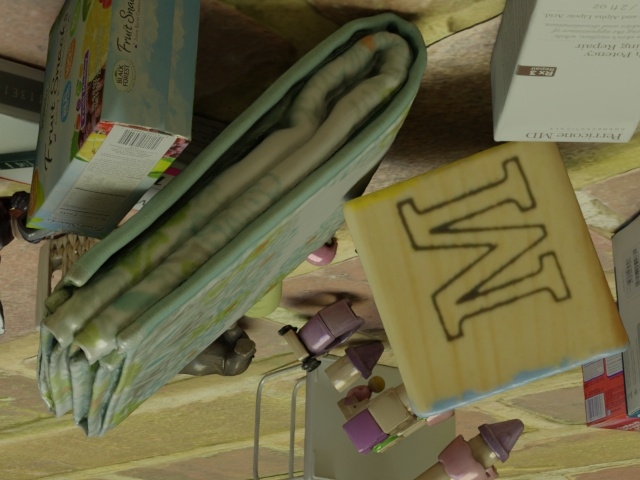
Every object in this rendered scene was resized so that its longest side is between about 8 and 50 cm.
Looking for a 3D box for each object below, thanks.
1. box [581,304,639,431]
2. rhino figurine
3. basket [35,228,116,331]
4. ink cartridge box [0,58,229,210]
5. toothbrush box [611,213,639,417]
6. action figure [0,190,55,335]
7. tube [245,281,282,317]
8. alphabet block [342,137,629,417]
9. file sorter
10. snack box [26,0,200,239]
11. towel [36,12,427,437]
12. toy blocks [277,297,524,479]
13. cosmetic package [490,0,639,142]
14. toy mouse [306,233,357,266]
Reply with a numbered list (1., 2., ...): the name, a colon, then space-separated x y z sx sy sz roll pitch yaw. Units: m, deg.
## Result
1. box: 0.475 0.141 1.615 0.142 0.154 0.300 8 156 -22
2. rhino figurine: -0.205 0.149 1.748 0.243 0.073 0.106 0 156 3
3. basket: -0.231 0.059 1.461 0.103 0.113 0.167 -22 150 40
4. ink cartridge box: -0.239 -0.071 1.200 0.275 0.060 0.239 14 154 -31
5. toothbrush box: 0.484 0.084 1.377 0.295 0.216 0.126 4 159 -12
6. action figure: -0.332 0.012 1.181 0.185 0.285 0.099 -18 123 2
7. tube: -0.076 0.022 1.438 0.070 0.062 0.240 -10 158 -7
8. alphabet block: 0.147 0.028 1.138 0.193 0.197 0.192 -20 178 6
9. file sorter: 0.054 0.306 1.992 0.277 0.193 0.173 14 157 -31
10. snack box: -0.152 -0.116 0.921 0.070 0.174 0.207 10 156 -22
11. towel: -0.081 -0.002 1.060 0.374 0.090 0.320 -41 174 -23
12. toy blocks: 0.155 0.185 1.713 0.260 0.309 0.288 -36 166 3
13. cosmetic package: 0.198 -0.155 0.943 0.117 0.085 0.231 0 158 1
14. toy mouse: 0.000 0.000 1.416 0.143 0.031 0.161 6 158 -13
